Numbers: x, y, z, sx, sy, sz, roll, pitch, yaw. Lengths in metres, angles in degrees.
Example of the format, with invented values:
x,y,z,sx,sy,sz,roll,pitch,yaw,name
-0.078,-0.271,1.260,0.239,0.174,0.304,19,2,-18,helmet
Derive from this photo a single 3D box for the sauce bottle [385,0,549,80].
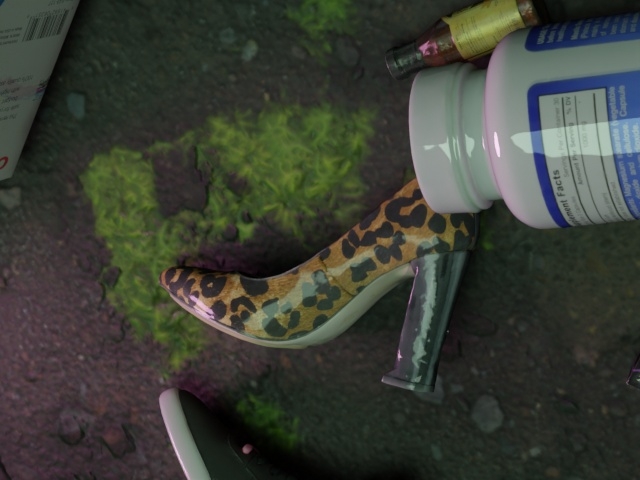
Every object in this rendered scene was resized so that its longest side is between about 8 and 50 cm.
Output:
x,y,z,sx,sy,sz,roll,pitch,yaw,name
0.110,-0.157,1.503,0.128,0.042,0.042,-19,101,21,sauce bottle

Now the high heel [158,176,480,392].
x,y,z,sx,sy,sz,roll,pitch,yaw,name
0.000,0.000,1.587,0.261,0.093,0.186,16,94,22,high heel

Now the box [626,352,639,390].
x,y,z,sx,sy,sz,roll,pitch,yaw,name
0.323,0.069,1.516,0.116,0.029,0.162,27,115,8,box

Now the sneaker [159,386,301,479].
x,y,z,sx,sy,sz,roll,pitch,yaw,name
-0.008,0.219,1.649,0.147,0.104,0.296,-36,78,3,sneaker

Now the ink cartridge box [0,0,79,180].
x,y,z,sx,sy,sz,roll,pitch,yaw,name
-0.320,-0.169,1.558,0.168,0.171,0.233,35,116,19,ink cartridge box

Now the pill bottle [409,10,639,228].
x,y,z,sx,sy,sz,roll,pitch,yaw,name
0.210,-0.088,1.433,0.272,0.152,0.152,-6,106,21,pill bottle
